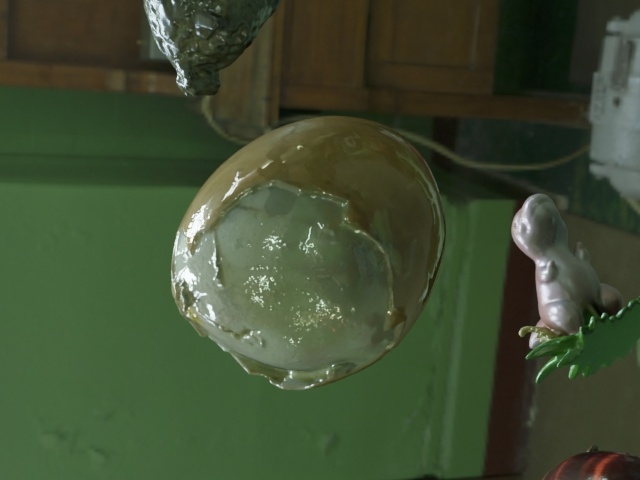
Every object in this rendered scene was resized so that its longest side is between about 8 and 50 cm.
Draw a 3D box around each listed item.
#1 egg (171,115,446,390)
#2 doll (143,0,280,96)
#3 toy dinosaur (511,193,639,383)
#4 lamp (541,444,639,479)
[{"bbox_3d":[0.000,0.000,0.867,0.201,0.244,0.201,24,140,22],"label":"egg"},{"bbox_3d":[-0.083,-0.202,0.775,0.286,0.091,0.203,-152,67,-78],"label":"doll"},{"bbox_3d":[0.269,0.065,1.232,0.177,0.152,0.194,48,158,42],"label":"toy dinosaur"},{"bbox_3d":[0.260,0.259,0.919,0.215,0.151,0.223,-62,3,-40],"label":"lamp"}]
